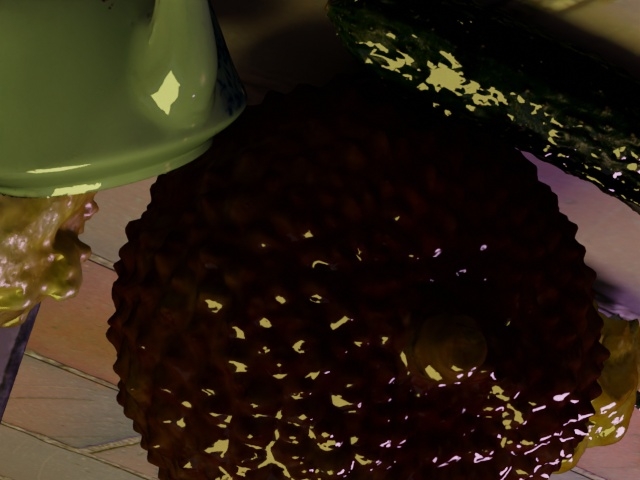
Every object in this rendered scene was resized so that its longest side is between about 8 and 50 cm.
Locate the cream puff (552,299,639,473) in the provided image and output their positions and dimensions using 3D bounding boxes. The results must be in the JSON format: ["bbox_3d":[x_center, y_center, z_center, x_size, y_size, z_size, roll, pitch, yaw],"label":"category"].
[{"bbox_3d":[0.143,0.089,1.042,0.156,0.121,0.156,18,158,7],"label":"cream puff"}]

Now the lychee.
[{"bbox_3d":[0.016,0.048,0.834,0.275,0.276,0.304,23,177,-21],"label":"lychee"}]

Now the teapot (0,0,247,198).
[{"bbox_3d":[-0.125,-0.107,0.738,0.232,0.159,0.159,8,159,43],"label":"teapot"}]

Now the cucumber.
[{"bbox_3d":[0.115,-0.071,0.758,0.245,0.067,0.067,25,156,-20],"label":"cucumber"}]

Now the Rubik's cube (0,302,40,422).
[{"bbox_3d":[-0.402,0.098,1.214,0.259,0.255,0.260,24,156,-25],"label":"Rubik's cube"}]

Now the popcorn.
[{"bbox_3d":[-0.236,-0.006,0.980,0.197,0.156,0.197,-10,162,-3],"label":"popcorn"}]
